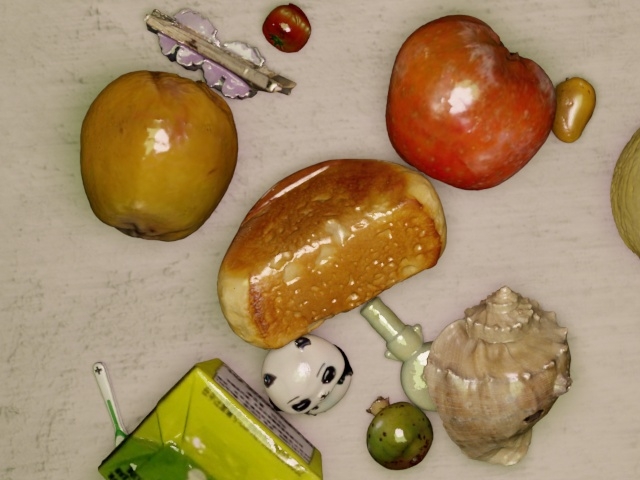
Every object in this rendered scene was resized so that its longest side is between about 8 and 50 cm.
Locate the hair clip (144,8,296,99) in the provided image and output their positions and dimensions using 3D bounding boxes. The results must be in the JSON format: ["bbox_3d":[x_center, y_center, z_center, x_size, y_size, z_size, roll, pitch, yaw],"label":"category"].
[{"bbox_3d":[-0.182,-0.322,1.857,0.292,0.084,0.106,30,100,7],"label":"hair clip"}]

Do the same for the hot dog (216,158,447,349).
[{"bbox_3d":[0.001,0.002,1.790,0.405,0.223,0.185,-28,130,-5],"label":"hot dog"}]

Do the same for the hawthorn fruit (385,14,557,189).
[{"bbox_3d":[0.245,-0.222,1.736,0.285,0.284,0.284,0,94,4],"label":"hawthorn fruit"}]

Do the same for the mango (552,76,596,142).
[{"bbox_3d":[0.436,-0.226,1.826,0.080,0.060,0.114,6,98,6],"label":"mango"}]

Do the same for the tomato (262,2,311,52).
[{"bbox_3d":[-0.056,-0.372,1.841,0.087,0.087,0.075,36,67,1],"label":"tomato"}]

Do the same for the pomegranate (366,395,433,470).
[{"bbox_3d":[0.139,0.340,1.858,0.130,0.130,0.130,0,94,4],"label":"pomegranate"}]

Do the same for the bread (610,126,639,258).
[{"bbox_3d":[0.646,-0.082,1.743,0.321,0.237,0.320,-1,106,-5],"label":"bread"}]

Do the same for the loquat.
[{"bbox_3d":[-0.266,-0.141,1.772,0.276,0.276,0.283,11,84,3],"label":"loquat"}]

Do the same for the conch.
[{"bbox_3d":[0.308,0.238,1.783,0.263,0.186,0.324,-14,95,-20],"label":"conch"}]

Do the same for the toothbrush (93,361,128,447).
[{"bbox_3d":[-0.364,0.368,1.933,0.030,0.030,0.303,-17,92,5],"label":"toothbrush"}]

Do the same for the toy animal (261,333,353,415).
[{"bbox_3d":[-0.033,0.241,1.836,0.138,0.179,0.166,40,88,15],"label":"toy animal"}]

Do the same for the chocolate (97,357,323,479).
[{"bbox_3d":[-0.181,0.389,1.844,0.301,0.137,0.288,43,109,-1],"label":"chocolate"}]

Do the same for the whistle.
[{"bbox_3d":[0.172,0.205,1.869,0.126,0.067,0.258,-43,88,3],"label":"whistle"}]
